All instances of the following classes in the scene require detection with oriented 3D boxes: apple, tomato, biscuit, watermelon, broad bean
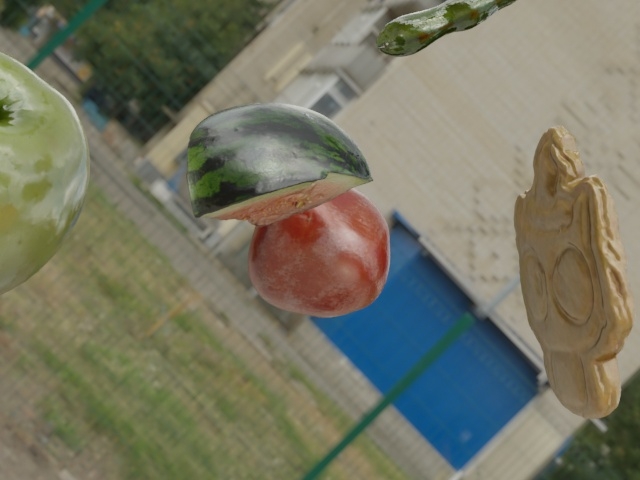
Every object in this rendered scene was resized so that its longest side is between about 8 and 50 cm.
[{"bbox_3d":[-0.489,-0.078,1.779,0.357,0.357,0.357,46,-1,1],"label":"apple"},{"bbox_3d":[0.000,0.000,1.592,0.187,0.187,0.151,45,-10,25],"label":"tomato"},{"bbox_3d":[0.316,0.042,1.696,0.269,0.051,0.376,177,-94,-74],"label":"biscuit"},{"bbox_3d":[-0.064,-0.079,1.345,0.193,0.137,0.145,24,6,27],"label":"watermelon"},{"bbox_3d":[0.172,-0.261,1.410,0.053,0.256,0.052,58,-4,8],"label":"broad bean"}]
